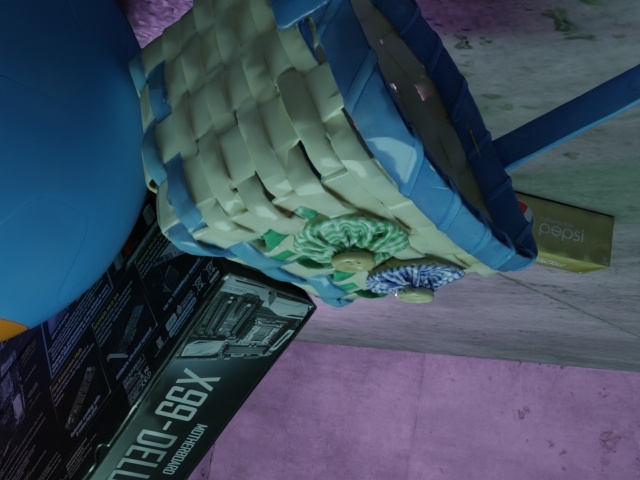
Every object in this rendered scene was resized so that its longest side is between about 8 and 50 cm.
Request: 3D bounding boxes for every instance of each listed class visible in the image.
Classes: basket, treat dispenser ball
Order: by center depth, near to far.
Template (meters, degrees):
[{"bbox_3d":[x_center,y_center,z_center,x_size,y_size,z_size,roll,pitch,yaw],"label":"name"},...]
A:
[{"bbox_3d":[0.065,-0.086,0.465,0.289,0.201,0.254,-34,149,21],"label":"basket"},{"bbox_3d":[-0.247,-0.071,0.514,0.288,0.288,0.288,10,168,2],"label":"treat dispenser ball"}]

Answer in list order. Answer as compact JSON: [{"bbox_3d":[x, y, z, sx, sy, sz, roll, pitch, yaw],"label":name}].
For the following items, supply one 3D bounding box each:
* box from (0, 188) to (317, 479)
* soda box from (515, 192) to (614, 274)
[{"bbox_3d":[-0.159,0.084,0.637,0.076,0.307,0.242,24,-161,-37],"label":"box"},{"bbox_3d":[0.232,-0.012,0.937,0.181,0.061,0.058,13,167,-12],"label":"soda box"}]
